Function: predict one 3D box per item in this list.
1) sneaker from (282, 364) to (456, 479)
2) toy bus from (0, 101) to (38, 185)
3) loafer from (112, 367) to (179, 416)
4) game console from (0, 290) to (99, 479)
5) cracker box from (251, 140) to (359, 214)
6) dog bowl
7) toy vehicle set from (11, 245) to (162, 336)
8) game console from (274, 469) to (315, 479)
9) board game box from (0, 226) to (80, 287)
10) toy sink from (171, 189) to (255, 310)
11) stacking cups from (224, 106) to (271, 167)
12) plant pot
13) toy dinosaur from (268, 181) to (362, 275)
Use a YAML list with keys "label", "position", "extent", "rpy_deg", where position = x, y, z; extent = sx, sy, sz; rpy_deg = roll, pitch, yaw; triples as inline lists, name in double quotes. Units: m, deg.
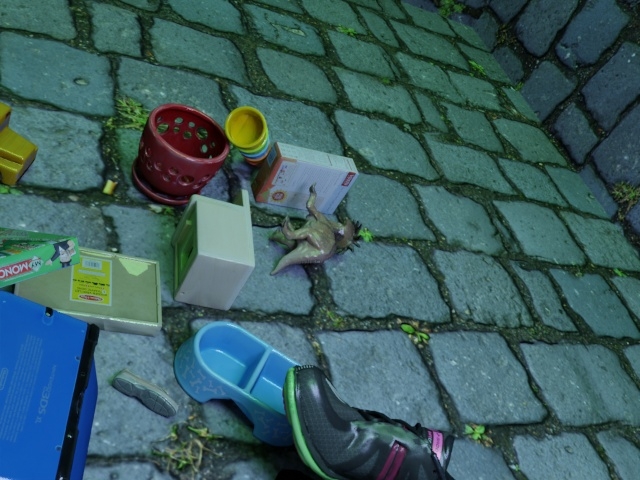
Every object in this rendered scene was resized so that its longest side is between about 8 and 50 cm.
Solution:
- label: "sneaker"
  position: [0.123, 0.366, 1.211]
  extent: [0.483, 0.202, 0.185]
  rpy_deg: [44, 17, -15]
- label: "toy bus"
  position: [-0.731, -0.240, 1.355]
  extent: [0.332, 0.130, 0.108]
  rpy_deg: [25, 38, -12]
- label: "loafer"
  position: [-0.301, 0.263, 1.212]
  extent: [0.125, 0.045, 0.039]
  rpy_deg: [30, 31, -2]
- label: "game console"
  position: [-0.416, 0.260, 0.979]
  extent: [0.250, 0.173, 0.293]
  rpy_deg: [29, 35, -29]
- label: "cracker box"
  position: [-0.039, -0.156, 1.768]
  extent: [0.232, 0.156, 0.067]
  rpy_deg: [10, 43, -30]
- label: "dog bowl"
  position: [-0.131, 0.264, 1.313]
  extent: [0.297, 0.074, 0.166]
  rpy_deg: [33, 37, -3]
- label: "toy vehicle set"
  position: [-0.436, 0.088, 1.303]
  extent: [0.266, 0.035, 0.166]
  rpy_deg: [13, 42, -26]
- label: "game console"
  position: [-0.027, 0.555, 1.101]
  extent: [0.213, 0.044, 0.361]
  rpy_deg: [31, 38, -5]
- label: "board game box"
  position: [-0.567, 0.027, 1.091]
  extent: [0.317, 0.046, 0.213]
  rpy_deg: [6, 17, 36]
- label: "toy sink"
  position: [-0.232, 0.003, 1.454]
  extent: [0.131, 0.153, 0.234]
  rpy_deg: [14, 43, -24]
- label: "stacking cups"
  position: [-0.160, -0.234, 1.684]
  extent: [0.096, 0.096, 0.316]
  rpy_deg: [40, -4, 6]
- label: "plant pot"
  position: [-0.323, -0.186, 1.569]
  extent: [0.191, 0.174, 0.191]
  rpy_deg: [20, 39, -18]
- label: "toy dinosaur"
  position: [0.000, 0.000, 1.665]
  extent: [0.200, 0.127, 0.296]
  rpy_deg: [39, 42, -6]
